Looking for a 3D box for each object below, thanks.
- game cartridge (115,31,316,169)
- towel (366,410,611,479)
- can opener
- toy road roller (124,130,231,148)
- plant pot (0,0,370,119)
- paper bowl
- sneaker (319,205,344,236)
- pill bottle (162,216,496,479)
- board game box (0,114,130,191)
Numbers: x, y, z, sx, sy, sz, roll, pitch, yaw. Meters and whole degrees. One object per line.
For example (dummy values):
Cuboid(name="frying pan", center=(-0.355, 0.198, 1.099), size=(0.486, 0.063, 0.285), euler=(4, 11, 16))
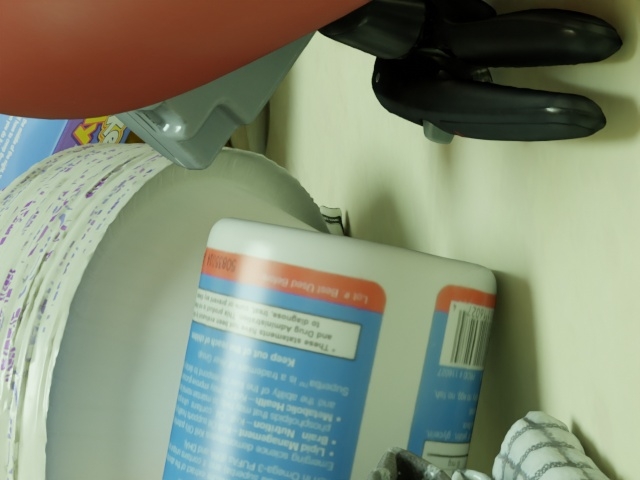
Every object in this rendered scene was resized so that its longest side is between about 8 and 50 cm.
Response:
Cuboid(name="game cartridge", center=(-0.094, -0.194, 0.670), size=(0.062, 0.297, 0.198), euler=(5, 57, 52))
Cuboid(name="towel", center=(0.062, 0.228, 0.541), size=(0.235, 0.121, 0.284), euler=(-123, 29, -66))
Cuboid(name="can opener", center=(0.055, -0.060, 0.599), size=(0.186, 0.073, 0.059), euler=(-148, 60, -65))
Cuboid(name="toy road roller", center=(-0.195, -0.086, 1.266), size=(0.329, 0.202, 0.240), euler=(-22, 86, 33))
Cuboid(name="plant pot", center=(-0.047, -0.175, 0.513), size=(0.243, 0.275, 0.275), euler=(6, 102, 60))
Cuboid(name="paper bowl", center=(-0.062, 0.092, 0.842), size=(0.284, 0.148, 0.284), euler=(-5, -84, -59))
Cuboid(name="sneaker", center=(0.000, 0.000, 1.008), size=(0.083, 0.032, 0.037), euler=(147, 131, -73))
Cuboid(name="pill bottle", center=(-0.006, 0.109, 0.683), size=(0.124, 0.124, 0.221), euler=(-176, 98, -79))
Cuboid(name="board game box", center=(-0.207, -0.180, 1.098), size=(0.233, 0.078, 0.347), euler=(37, 113, 19))
